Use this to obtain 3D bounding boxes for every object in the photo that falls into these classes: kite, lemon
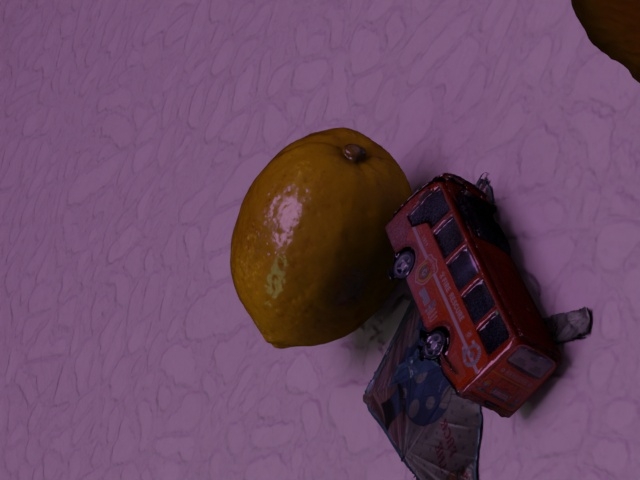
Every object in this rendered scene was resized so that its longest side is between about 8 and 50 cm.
[{"bbox_3d":[0.122,0.094,1.342,0.314,0.011,0.335,-29,49,52],"label":"kite"},{"bbox_3d":[0.000,0.000,1.458,0.207,0.170,0.170,-66,27,19],"label":"lemon"}]

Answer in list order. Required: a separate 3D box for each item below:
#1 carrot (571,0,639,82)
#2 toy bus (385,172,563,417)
[{"bbox_3d":[0.283,-0.190,0.993,0.241,0.241,0.341,-23,51,55],"label":"carrot"},{"bbox_3d":[0.121,0.041,1.303,0.096,0.073,0.235,-45,36,22],"label":"toy bus"}]
